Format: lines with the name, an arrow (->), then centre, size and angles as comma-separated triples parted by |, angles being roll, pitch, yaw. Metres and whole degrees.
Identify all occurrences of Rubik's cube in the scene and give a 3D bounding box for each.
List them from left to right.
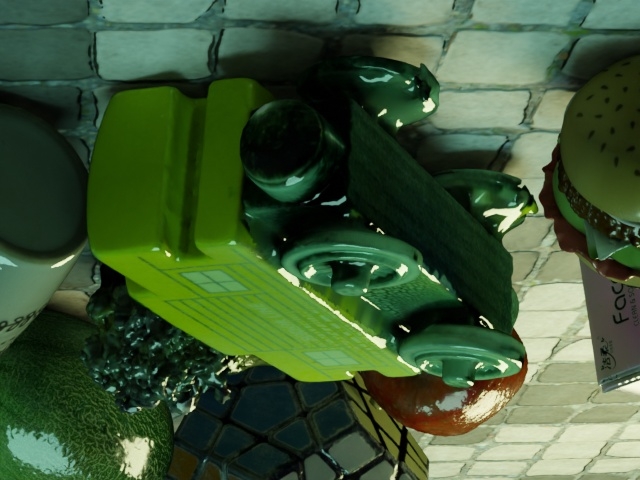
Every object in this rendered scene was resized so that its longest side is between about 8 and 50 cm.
Rubik's cube -> -0.036, 0.266, 1.886 | 0.319, 0.319, 0.264 | -6, 131, 6

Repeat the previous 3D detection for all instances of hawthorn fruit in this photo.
hawthorn fruit -> 0.107, 0.112, 1.644 | 0.163, 0.162, 0.203 | -9, -176, 12

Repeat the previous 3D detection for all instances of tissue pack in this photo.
tissue pack -> 0.355, 0.078, 1.639 | 0.246, 0.148, 0.092 | 16, 149, -40

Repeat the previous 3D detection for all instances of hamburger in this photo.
hamburger -> 0.242, -0.058, 1.286 | 0.175, 0.175, 0.137 | -6, 145, 7

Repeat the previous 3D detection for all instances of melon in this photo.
melon -> -0.247, 0.172, 1.716 | 0.182, 0.182, 0.287 | -17, 137, 29

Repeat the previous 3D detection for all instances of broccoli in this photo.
broccoli -> -0.083, 0.090, 1.647 | 0.165, 0.145, 0.304 | -8, 172, 30

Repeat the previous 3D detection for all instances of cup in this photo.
cup -> -0.263, -0.001, 1.358 | 0.234, 0.186, 0.258 | -34, 172, 38

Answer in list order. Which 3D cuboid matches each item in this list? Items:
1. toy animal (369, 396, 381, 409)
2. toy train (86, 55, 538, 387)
toy animal -> 0.064, 0.121, 1.814 | 0.086, 0.069, 0.220 | -34, 155, 13
toy train -> 0.000, 0.000, 1.377 | 0.272, 0.179, 0.442 | -4, 159, 23
